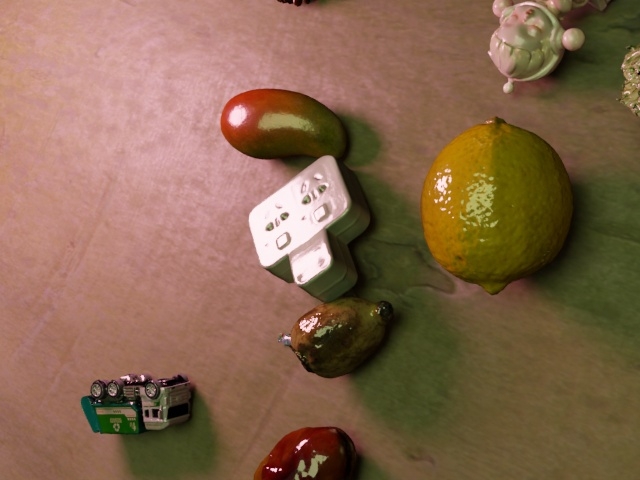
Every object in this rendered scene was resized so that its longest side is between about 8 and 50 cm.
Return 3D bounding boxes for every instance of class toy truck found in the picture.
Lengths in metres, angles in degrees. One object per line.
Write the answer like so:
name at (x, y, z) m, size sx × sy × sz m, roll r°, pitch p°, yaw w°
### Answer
toy truck at (-0.393, 0.345, 1.876) m, size 0.253 × 0.114 × 0.124 m, roll -4°, pitch 89°, yaw 32°

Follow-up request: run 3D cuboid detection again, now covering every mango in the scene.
mango at (-0.081, -0.238, 1.808) m, size 0.289 × 0.129 × 0.146 m, roll 3°, pitch 78°, yaw 24°

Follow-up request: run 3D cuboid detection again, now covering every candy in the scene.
candy at (-0.051, 0.197, 1.742) m, size 0.083 × 0.020 × 0.030 m, roll 14°, pitch 86°, yaw 36°

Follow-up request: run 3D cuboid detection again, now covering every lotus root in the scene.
lotus root at (0.044, 0.173, 1.626) m, size 0.214 × 0.138 × 0.138 m, roll -26°, pitch 65°, yaw 16°

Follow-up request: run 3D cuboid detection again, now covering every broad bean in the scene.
broad bean at (-0.036, 0.428, 1.618) m, size 0.228 × 0.122 × 0.156 m, roll -31°, pitch 66°, yaw 19°

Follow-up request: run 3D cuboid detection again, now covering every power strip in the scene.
power strip at (0.000, 0.000, 1.714) m, size 0.229 × 0.141 × 0.261 m, roll -36°, pitch 48°, yaw 20°

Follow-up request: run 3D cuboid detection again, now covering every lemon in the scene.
lemon at (0.289, -0.057, 1.457) m, size 0.267 × 0.267 × 0.267 m, roll -8°, pitch 74°, yaw 31°

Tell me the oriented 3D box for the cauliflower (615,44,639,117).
cauliflower at (0.584, -0.296, 1.315) m, size 0.272 × 0.250 × 0.275 m, roll 7°, pitch 61°, yaw 32°

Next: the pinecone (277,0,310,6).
pinecone at (-0.056, -0.548, 1.889) m, size 0.109 × 0.102 × 0.102 m, roll 169°, pitch 111°, yaw -65°

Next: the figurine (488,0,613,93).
figurine at (0.384, -0.382, 1.546) m, size 0.182 × 0.144 × 0.257 m, roll 42°, pitch 100°, yaw 12°
